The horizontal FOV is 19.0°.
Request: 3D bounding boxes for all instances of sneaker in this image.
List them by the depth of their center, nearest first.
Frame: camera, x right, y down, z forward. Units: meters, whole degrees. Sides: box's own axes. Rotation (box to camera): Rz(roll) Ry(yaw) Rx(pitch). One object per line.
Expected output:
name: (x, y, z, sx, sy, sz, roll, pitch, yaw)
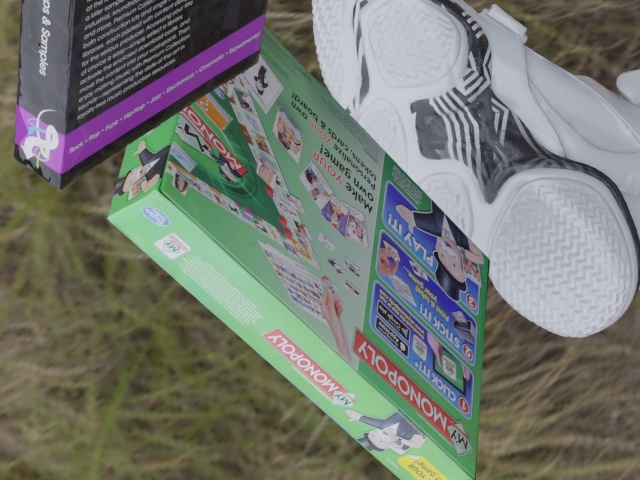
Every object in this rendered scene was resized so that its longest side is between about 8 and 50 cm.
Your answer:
sneaker: (0.157, -0.103, 1.504, 0.366, 0.210, 0.137, 53, 134, 14)

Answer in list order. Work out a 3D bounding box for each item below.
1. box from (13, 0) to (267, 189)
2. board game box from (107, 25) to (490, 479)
box: (-0.056, -0.109, 0.668, 0.029, 0.116, 0.162, 33, 135, 22)
board game box: (0.000, 0.000, 1.266, 0.046, 0.213, 0.317, -26, 125, 31)
